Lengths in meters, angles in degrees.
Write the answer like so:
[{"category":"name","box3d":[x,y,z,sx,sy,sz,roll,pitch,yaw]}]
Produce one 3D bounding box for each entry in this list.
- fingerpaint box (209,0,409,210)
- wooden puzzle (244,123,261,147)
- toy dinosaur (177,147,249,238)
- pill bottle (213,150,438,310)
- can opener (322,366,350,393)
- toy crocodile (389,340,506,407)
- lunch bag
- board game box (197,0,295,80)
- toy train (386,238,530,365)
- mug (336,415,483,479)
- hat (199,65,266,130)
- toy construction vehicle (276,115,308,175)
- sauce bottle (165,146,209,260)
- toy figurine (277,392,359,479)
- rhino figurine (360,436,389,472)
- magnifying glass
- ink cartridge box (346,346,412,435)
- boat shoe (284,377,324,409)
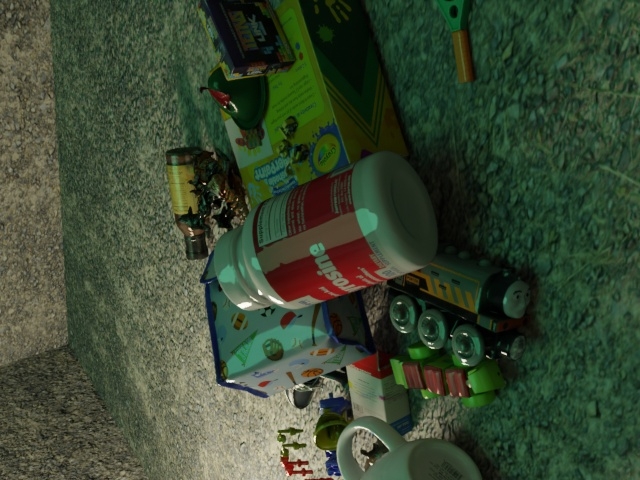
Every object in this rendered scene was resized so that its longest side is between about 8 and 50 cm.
[{"category":"fingerpaint box","box3d":[-0.042,-0.288,1.729,0.445,0.163,0.371,-21,85,58]},{"category":"wooden puzzle","box3d":[-0.151,-0.234,1.758,0.083,0.006,0.049,3,106,57]},{"category":"toy dinosaur","box3d":[-0.292,-0.131,2.206,0.218,0.164,0.322,-67,26,25]},{"category":"pill bottle","box3d":[0.000,0.000,1.514,0.407,0.229,0.229,-21,86,31]},{"category":"can opener","box3d":[0.038,0.336,1.967,0.186,0.059,0.073,7,69,34]},{"category":"toy crocodile","box3d":[0.249,0.274,1.604,0.340,0.105,0.115,-5,100,57]},{"category":"lunch bag","box3d":[-0.092,0.118,1.804,0.328,0.239,0.385,-24,59,23]},{"category":"board game box","box3d":[-0.147,-0.408,1.553,0.048,0.141,0.170,-42,68,55]},{"category":"toy train","box3d":[0.256,0.108,1.500,0.334,0.142,0.190,23,113,50]},{"category":"mug","box3d":[0.170,0.548,1.688,0.374,0.276,0.328,48,136,27]},{"category":"hat","box3d":[-0.233,-0.321,1.674,0.173,0.183,0.208,64,145,20]},{"category":"toy construction vehicle","box3d":[-0.067,-0.193,1.623,0.086,0.035,0.098,58,145,22]},{"category":"sauce bottle","box3d":[-0.398,-0.110,2.399,0.111,0.111,0.344,21,123,51]},{"category":"toy figurine","box3d":[0.003,0.463,1.963,0.362,0.191,0.217,79,-169,-47]},{"category":"rhino figurine","box3d":[0.149,0.594,1.934,0.106,0.073,0.243,6,108,52]},{"category":"magnifying glass","box3d":[0.240,-0.394,1.386,0.092,0.026,0.231,3,107,56]},{"category":"ink cartridge box","box3d":[0.132,0.335,1.833,0.134,0.078,0.231,12,115,54]},{"category":"boat shoe","box3d":[-0.036,0.354,2.088,0.079,0.095,0.254,48,132,51]}]
